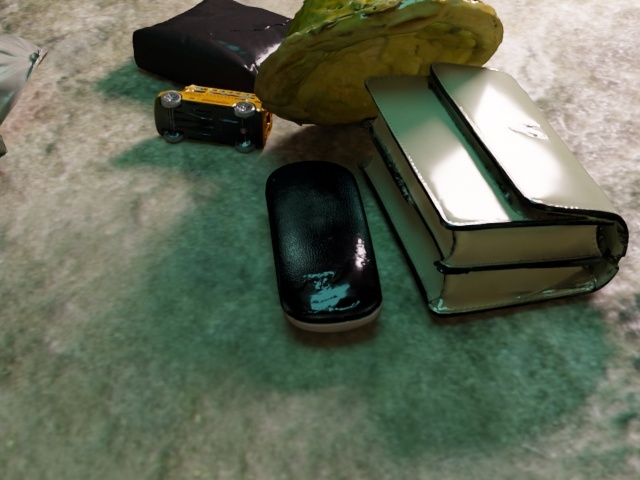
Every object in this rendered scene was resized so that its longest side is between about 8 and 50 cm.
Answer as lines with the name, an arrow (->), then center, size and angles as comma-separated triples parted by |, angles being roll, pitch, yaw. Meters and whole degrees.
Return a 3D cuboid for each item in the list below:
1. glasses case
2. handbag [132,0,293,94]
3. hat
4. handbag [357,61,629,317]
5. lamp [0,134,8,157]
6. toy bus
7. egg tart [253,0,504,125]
glasses case -> 0.000, 0.000, 1.548 | 0.122, 0.075, 0.314 | -7, 38, -4
handbag -> -0.137, -0.311, 1.959 | 0.247, 0.080, 0.223 | 23, 43, 27
hat -> -0.529, -0.248, 1.846 | 0.226, 0.164, 0.219 | 20, 36, -8
handbag -> 0.205, -0.078, 1.581 | 0.237, 0.160, 0.358 | -4, 36, -14
lamp -> -0.548, -0.115, 1.696 | 0.250, 0.101, 0.101 | -10, 38, -14
toy bus -> -0.151, -0.178, 1.793 | 0.162, 0.069, 0.074 | 9, 38, 11
egg tart -> 0.068, -0.271, 1.706 | 0.345, 0.345, 0.132 | -13, 75, -15
